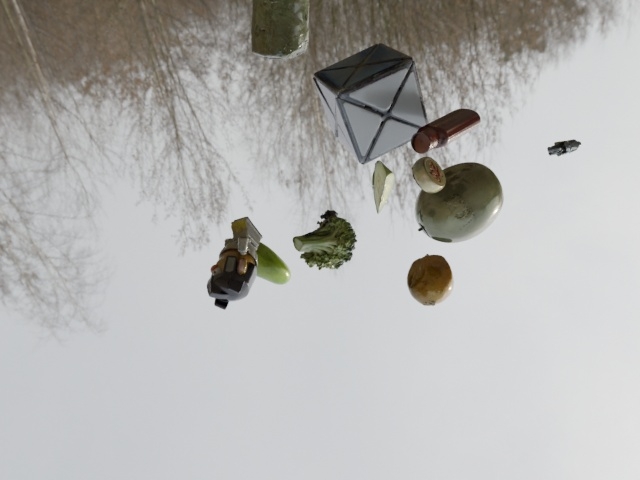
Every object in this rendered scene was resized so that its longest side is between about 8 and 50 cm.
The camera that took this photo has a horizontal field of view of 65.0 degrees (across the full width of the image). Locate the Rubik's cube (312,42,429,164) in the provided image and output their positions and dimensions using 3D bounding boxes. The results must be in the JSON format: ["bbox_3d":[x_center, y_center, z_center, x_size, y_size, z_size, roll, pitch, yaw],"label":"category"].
[{"bbox_3d":[0.156,-0.428,1.568,0.260,0.254,0.259,-24,-145,-2],"label":"Rubik's cube"}]

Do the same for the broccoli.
[{"bbox_3d":[0.000,0.000,2.029,0.244,0.246,0.263,-3,177,-36],"label":"broccoli"}]

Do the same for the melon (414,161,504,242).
[{"bbox_3d":[0.488,-0.129,1.802,0.330,0.268,0.268,-32,-148,11],"label":"melon"}]

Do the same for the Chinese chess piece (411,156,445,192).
[{"bbox_3d":[0.348,-0.210,1.611,0.051,0.122,0.122,-33,-166,41],"label":"Chinese chess piece"}]

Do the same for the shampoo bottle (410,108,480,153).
[{"bbox_3d":[0.344,-0.307,1.400,0.102,0.064,0.260,16,-146,37],"label":"shampoo bottle"}]

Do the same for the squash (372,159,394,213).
[{"bbox_3d":[0.305,-0.302,2.670,0.155,0.236,0.204,27,-141,19],"label":"squash"}]

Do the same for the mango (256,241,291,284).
[{"bbox_3d":[-0.253,0.104,2.242,0.175,0.293,0.142,-13,-135,59],"label":"mango"}]

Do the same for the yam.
[{"bbox_3d":[-0.131,-0.753,1.670,0.195,0.299,0.195,4,-157,-2],"label":"yam"}]

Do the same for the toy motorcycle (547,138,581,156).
[{"bbox_3d":[1.004,-0.382,2.068,0.124,0.061,0.193,-14,180,29],"label":"toy motorcycle"}]

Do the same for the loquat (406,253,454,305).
[{"bbox_3d":[0.441,0.154,2.008,0.187,0.176,0.234,-25,-138,31],"label":"loquat"}]

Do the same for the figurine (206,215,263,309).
[{"bbox_3d":[-0.271,0.080,1.610,0.144,0.308,0.308,5,-146,-1],"label":"figurine"}]
